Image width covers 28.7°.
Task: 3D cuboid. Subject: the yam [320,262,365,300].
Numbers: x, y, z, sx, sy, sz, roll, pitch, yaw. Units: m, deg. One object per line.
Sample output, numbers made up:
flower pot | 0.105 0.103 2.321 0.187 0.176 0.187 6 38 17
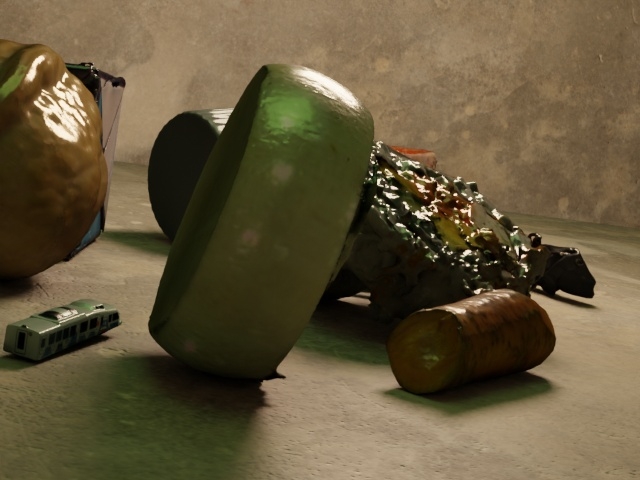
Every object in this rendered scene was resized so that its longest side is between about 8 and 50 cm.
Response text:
yam | -0.012 0.042 1.910 0.107 0.107 0.194 15 9 38

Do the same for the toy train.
toy train | -0.280 0.095 1.396 0.043 0.047 0.207 12 9 15

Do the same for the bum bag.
bum bag | 0.424 0.047 2.408 0.060 0.123 0.248 -32 26 -22

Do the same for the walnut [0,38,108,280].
walnut | -0.465 -0.113 1.711 0.381 0.381 0.381 9 7 -1

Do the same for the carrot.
carrot | 0.195 0.120 1.547 0.114 0.114 0.302 14 9 32

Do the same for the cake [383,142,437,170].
cake | 0.071 -0.099 2.634 0.309 0.230 0.237 13 7 30

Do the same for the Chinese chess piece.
Chinese chess piece | -0.062 -0.019 1.367 0.146 0.349 0.349 23 4 -11

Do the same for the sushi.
sushi | 0.136 -0.005 1.833 0.417 0.176 0.417 28 19 -10

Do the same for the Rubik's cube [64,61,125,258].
Rubik's cube | -0.498 -0.145 2.041 0.310 0.305 0.307 6 5 -3

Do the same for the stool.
stool | -0.122 -0.115 2.342 0.330 0.297 0.297 -3 13 -42
